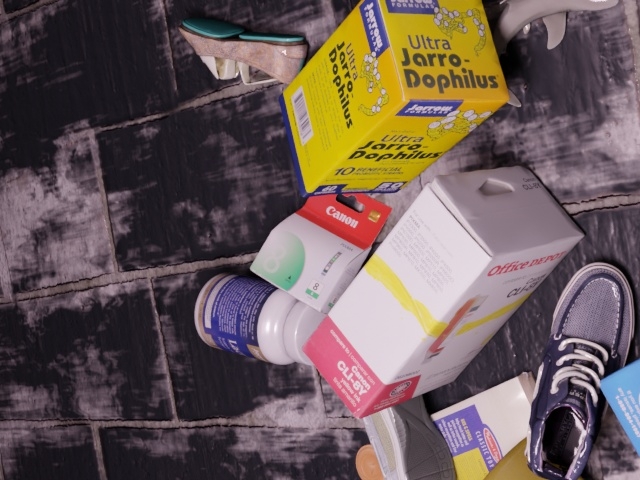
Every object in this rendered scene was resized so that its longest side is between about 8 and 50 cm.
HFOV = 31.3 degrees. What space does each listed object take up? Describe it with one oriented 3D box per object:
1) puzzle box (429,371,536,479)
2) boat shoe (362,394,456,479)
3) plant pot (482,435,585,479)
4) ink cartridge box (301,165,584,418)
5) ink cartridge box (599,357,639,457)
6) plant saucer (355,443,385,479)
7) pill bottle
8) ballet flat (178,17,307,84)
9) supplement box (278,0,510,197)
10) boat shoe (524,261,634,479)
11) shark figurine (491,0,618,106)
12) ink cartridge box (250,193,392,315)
[{"bbox_3d":[0.324,0.450,1.897,0.272,0.052,0.409,-32,75,41],"label":"puzzle box"},{"bbox_3d":[0.135,0.348,1.946,0.103,0.118,0.320,-39,66,45],"label":"boat shoe"},{"bbox_3d":[0.303,0.461,1.756,0.212,0.187,0.212,44,123,29],"label":"plant pot"},{"bbox_3d":[0.192,0.080,1.802,0.160,0.279,0.384,51,127,23],"label":"ink cartridge box"},{"bbox_3d":[0.620,0.213,1.512,0.395,0.166,0.285,-39,71,38],"label":"ink cartridge box"},{"bbox_3d":[0.098,0.421,2.124,0.083,0.013,0.083,9,104,41],"label":"plant saucer"},{"bbox_3d":[-0.101,0.152,2.166,0.265,0.153,0.153,9,103,42],"label":"pill bottle"},{"bbox_3d":[-0.157,-0.353,2.173,0.316,0.107,0.106,20,117,40],"label":"ballet flat"},{"bbox_3d":[0.105,-0.225,1.812,0.356,0.194,0.195,-41,58,56],"label":"supplement box"},{"bbox_3d":[0.385,0.196,1.671,0.127,0.158,0.340,13,88,10],"label":"boat shoe"},{"bbox_3d":[0.301,-0.334,1.753,0.278,0.116,0.166,-45,66,35],"label":"shark figurine"},{"bbox_3d":[0.000,0.000,2.055,0.181,0.056,0.224,29,90,35],"label":"ink cartridge box"}]
